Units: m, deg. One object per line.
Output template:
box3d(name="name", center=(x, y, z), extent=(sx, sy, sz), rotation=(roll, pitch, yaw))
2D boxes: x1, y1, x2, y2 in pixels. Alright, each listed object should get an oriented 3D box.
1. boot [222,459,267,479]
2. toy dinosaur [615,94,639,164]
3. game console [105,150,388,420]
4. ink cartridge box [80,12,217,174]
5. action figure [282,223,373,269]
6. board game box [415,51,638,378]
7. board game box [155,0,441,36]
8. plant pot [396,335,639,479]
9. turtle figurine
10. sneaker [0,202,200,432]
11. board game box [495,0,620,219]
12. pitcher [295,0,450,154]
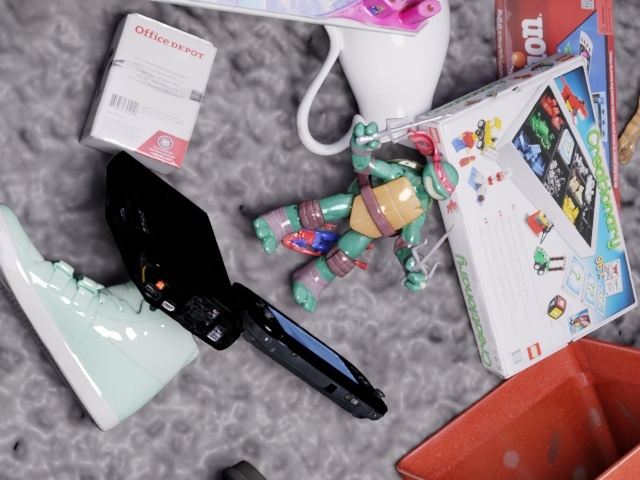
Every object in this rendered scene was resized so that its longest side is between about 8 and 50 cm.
box3d(name="boot", center=(-0.111, 0.415, 1.408), extent=(0.260, 0.131, 0.348), rotation=(-20, 92, -22))
box3d(name="toy dinosaur", center=(0.401, -0.188, 1.706), extent=(0.112, 0.064, 0.211), rotation=(19, 78, -17))
box3d(name="game console", center=(-0.070, 0.062, 1.446), extent=(0.044, 0.213, 0.361), rotation=(-44, 122, 13))
box3d(name="ink cartridge box", center=(-0.175, -0.148, 1.481), extent=(0.099, 0.056, 0.135), rotation=(20, 77, -19))
box3d(name="action figure", center=(0.000, 0.000, 1.550), extent=(0.115, 0.030, 0.038), rotation=(17, 84, -17))
box3d(name="board game box", center=(0.230, -0.027, 1.579), extent=(0.193, 0.053, 0.305), rotation=(-25, 113, -22))
box3d(name="board game box", center=(-0.056, -0.413, 1.406), extent=(0.390, 0.050, 0.390), rotation=(4, 82, -26))
box3d(name="plant pot", center=(0.289, 0.282, 1.524), extent=(0.267, 0.267, 0.236), rotation=(-34, 109, -21))
box3d(name="turtle figurine", center=(0.060, -0.028, 1.474), extent=(0.234, 0.118, 0.175), rotation=(-28, 90, 16))
box3d(name="sneaker", center=(-0.221, 0.043, 1.422), extent=(0.151, 0.094, 0.256), rotation=(-35, 107, -15))
box3d(name="board game box", center=(0.272, -0.146, 1.671), extent=(0.145, 0.027, 0.281), rotation=(0, 84, -20))
box3d(name="pitcher", center=(0.054, -0.194, 1.541), extent=(0.178, 0.125, 0.207), rotation=(-6, 97, -26))
